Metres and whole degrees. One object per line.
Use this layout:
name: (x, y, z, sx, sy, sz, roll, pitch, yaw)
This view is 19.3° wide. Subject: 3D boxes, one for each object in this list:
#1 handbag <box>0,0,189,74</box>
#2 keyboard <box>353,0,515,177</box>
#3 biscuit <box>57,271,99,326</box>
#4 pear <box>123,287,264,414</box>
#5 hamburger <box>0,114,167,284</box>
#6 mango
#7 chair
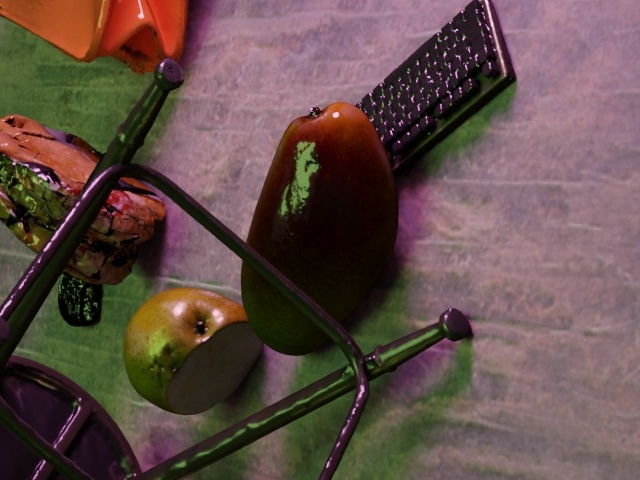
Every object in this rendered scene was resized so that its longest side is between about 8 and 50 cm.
handbag: (-0.271, -0.375, 2.164, 0.410, 0.116, 0.304, 32, 115, 54)
keyboard: (0.063, -0.103, 1.772, 0.317, 0.027, 0.106, -40, 51, 39)
biscuit: (-0.275, 0.055, 2.167, 0.087, 0.027, 0.089, -57, 41, 27)
pear: (-0.135, 0.101, 1.875, 0.104, 0.141, 0.141, 46, 118, 27)
hamburger: (-0.284, -0.050, 2.054, 0.107, 0.231, 0.231, -59, 41, 17)
mango: (0.000, 0.000, 1.745, 0.111, 0.133, 0.268, -90, 14, -60)
chair: (-0.175, 0.162, 1.619, 0.410, 0.362, 0.365, -38, 16, 41)
